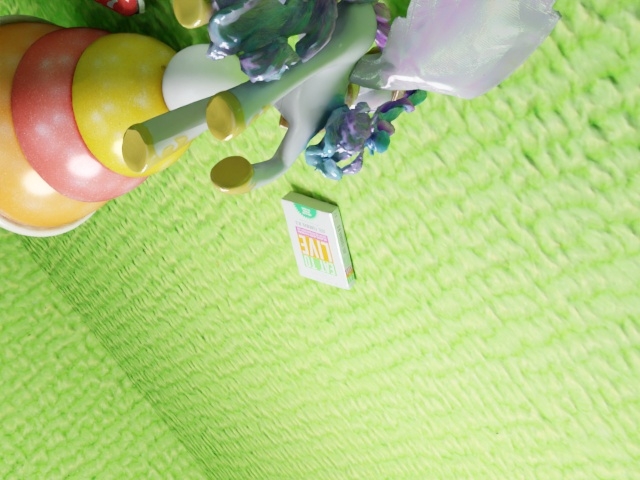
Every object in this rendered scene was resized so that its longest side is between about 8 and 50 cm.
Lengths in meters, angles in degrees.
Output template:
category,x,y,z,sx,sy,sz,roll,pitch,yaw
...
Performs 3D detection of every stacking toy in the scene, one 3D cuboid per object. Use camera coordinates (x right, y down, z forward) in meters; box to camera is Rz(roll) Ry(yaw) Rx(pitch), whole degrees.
category,x,y,z,sx,sy,sz,roll,pitch,yaw
stacking toy,-0.292,-0.188,1.476,0.480,0.350,0.350,-3,124,35

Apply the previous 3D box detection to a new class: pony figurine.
category,x,y,z,sx,sy,sz,roll,pitch,yaw
pony figurine,0.014,-0.202,0.973,0.303,0.363,0.351,48,136,18

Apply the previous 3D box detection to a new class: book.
category,x,y,z,sx,sy,sz,roll,pitch,yaw
book,0.000,0.000,1.490,0.096,0.035,0.144,19,137,38

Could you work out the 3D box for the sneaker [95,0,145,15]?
category,x,y,z,sx,sy,sz,roll,pitch,yaw
sneaker,-0.364,-0.382,1.459,0.279,0.118,0.107,31,147,31
